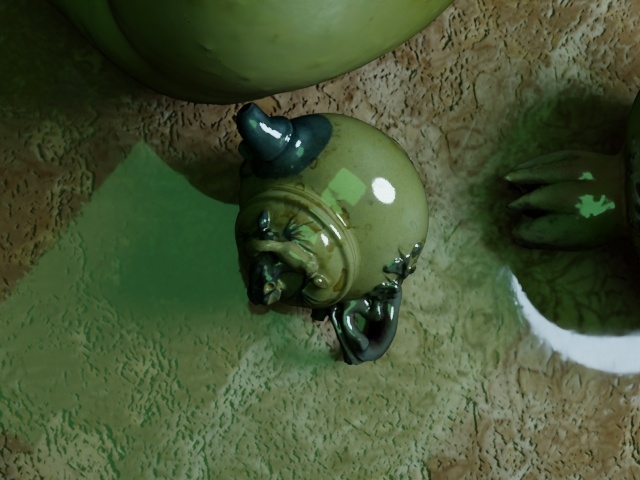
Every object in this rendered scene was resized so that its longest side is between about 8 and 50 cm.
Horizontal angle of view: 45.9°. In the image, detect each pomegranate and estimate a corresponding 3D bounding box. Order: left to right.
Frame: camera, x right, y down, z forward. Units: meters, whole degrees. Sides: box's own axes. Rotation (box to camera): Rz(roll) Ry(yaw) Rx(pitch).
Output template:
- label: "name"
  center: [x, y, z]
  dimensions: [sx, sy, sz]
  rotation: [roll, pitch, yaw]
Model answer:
- label: "pomegranate"
  center: [0.336, -0.040, 0.674]
  dimensions: [0.341, 0.285, 0.284]
  rotation: [-8, 82, 28]

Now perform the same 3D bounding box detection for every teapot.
- label: "teapot"
  center: [0.000, 0.000, 0.650]
  dimensions: [0.182, 0.173, 0.269]
  rotation: [-46, 123, -45]

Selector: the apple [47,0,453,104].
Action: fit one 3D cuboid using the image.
- label: "apple"
  center: [-0.053, -0.341, 0.571]
  dimensions: [0.474, 0.473, 0.473]
  rotation: [1, 82, -5]
